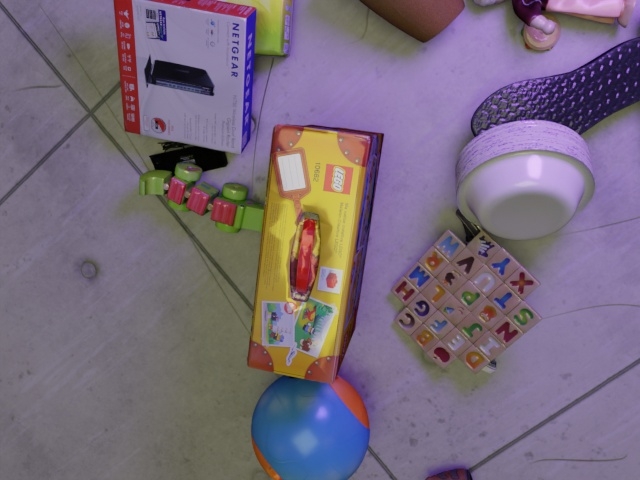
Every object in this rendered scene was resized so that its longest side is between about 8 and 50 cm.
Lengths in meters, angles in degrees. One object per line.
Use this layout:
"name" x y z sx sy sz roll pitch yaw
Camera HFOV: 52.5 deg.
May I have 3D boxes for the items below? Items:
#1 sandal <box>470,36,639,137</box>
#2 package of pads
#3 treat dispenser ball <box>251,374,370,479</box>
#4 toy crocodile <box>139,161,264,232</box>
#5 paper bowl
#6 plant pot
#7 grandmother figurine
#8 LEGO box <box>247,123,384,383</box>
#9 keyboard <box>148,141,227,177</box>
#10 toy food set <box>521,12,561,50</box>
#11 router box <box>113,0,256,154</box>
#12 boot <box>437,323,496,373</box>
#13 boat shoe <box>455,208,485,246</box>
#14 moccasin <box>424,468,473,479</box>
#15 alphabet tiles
"sandal" 0.544 -0.303 1.437 0.445 0.107 0.167 -21 95 1
"package of pads" -0.209 -0.553 1.517 0.296 0.101 0.229 7 103 9
"treat dispenser ball" -0.024 0.456 1.569 0.288 0.288 0.288 2 100 10
"toy crocodile" -0.281 -0.099 1.602 0.340 0.105 0.115 23 113 5
"paper bowl" 0.432 -0.109 1.381 0.284 0.148 0.284 5 144 3
"plant pot" 0.186 -0.562 1.395 0.237 0.237 0.254 -40 105 14
"grandmother figurine" 0.489 -0.530 1.397 0.342 0.104 0.208 12 63 12
"LEGO box" 0.000 0.000 1.440 0.193 0.372 0.500 9 102 8
"keyboard" -0.334 -0.218 1.642 0.192 0.038 0.100 -10 122 11
"toy food set" 0.491 -0.464 1.447 0.083 0.020 0.083 19 103 6
"router box" -0.309 -0.389 1.502 0.301 0.082 0.335 12 127 6
"boot" 0.372 0.232 1.569 0.190 0.069 0.086 42 110 1
"boat shoe" 0.371 0.014 1.529 0.065 0.075 0.206 -35 97 11
"moccasin" 0.354 0.772 1.636 0.147 0.139 0.380 -16 97 14
"alphabet tiles" 0.329 0.146 1.510 0.285 0.011 0.342 45 125 10
